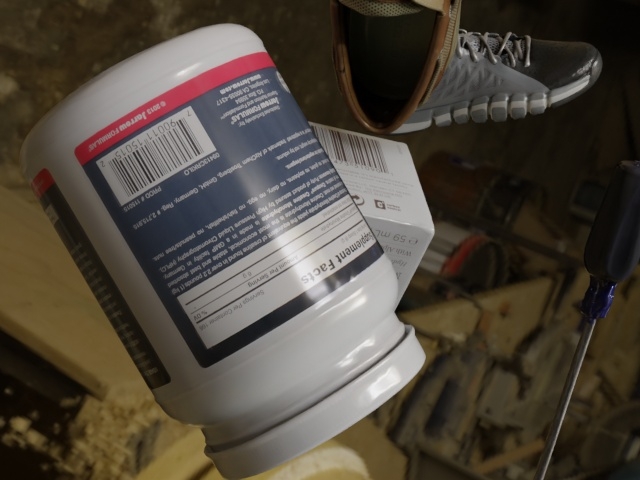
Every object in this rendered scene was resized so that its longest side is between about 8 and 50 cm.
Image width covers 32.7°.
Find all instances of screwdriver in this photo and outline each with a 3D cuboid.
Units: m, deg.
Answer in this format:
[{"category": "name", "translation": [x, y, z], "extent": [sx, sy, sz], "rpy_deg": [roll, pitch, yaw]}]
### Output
[{"category": "screwdriver", "translation": [0.115, 0.045, 0.481], "extent": [0.025, 0.024, 0.170], "rpy_deg": [-90, -167, -68]}]

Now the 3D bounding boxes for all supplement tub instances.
[{"category": "supplement tub", "translation": [-0.065, 0.006, 0.764], "extent": [0.191, 0.191, 0.272], "rpy_deg": [-32, 93, -47]}]

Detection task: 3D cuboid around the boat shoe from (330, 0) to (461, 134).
[{"category": "boat shoe", "translation": [0.061, -0.215, 0.822], "extent": [0.324, 0.122, 0.120], "rpy_deg": [84, 18, -47]}]

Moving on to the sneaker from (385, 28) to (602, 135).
[{"category": "sneaker", "translation": [0.140, -0.180, 1.011], "extent": [0.086, 0.228, 0.132], "rpy_deg": [-86, 161, -57]}]

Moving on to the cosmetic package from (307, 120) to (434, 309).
[{"category": "cosmetic package", "translation": [0.000, 0.000, 1.093], "extent": [0.151, 0.151, 0.184], "rpy_deg": [10, 126, -17]}]
